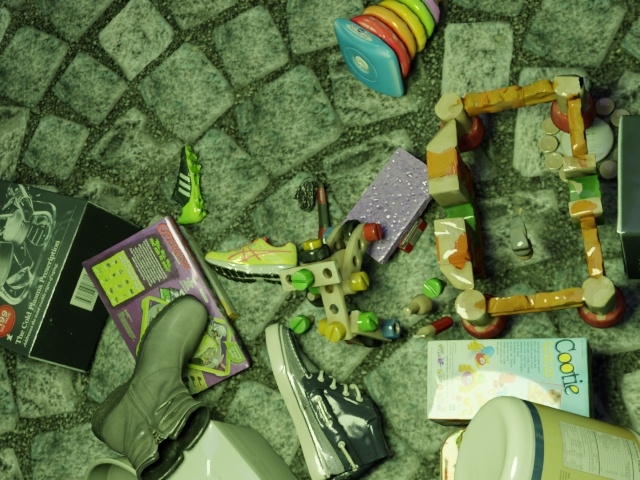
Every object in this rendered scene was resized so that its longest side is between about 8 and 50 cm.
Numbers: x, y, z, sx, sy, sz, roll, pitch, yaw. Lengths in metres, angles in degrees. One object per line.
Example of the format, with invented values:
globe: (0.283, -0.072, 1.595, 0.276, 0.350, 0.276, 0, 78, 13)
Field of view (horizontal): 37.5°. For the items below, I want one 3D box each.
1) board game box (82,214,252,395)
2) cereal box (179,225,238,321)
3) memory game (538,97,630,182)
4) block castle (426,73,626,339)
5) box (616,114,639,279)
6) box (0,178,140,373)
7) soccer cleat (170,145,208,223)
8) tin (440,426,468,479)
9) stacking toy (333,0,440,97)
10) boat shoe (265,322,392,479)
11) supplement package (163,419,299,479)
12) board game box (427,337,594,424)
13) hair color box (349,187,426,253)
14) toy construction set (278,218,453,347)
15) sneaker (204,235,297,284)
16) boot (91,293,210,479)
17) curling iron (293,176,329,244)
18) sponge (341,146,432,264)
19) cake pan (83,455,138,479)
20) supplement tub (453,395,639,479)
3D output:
board game box: (-0.311, 0.147, 1.919, 0.208, 0.056, 0.347, -27, 92, 12)
cereal box: (-0.302, 0.112, 2.007, 0.173, 0.047, 0.240, -37, 66, 8)
memory game: (0.515, -0.193, 1.817, 0.186, 0.012, 0.186, -6, 73, 18)
block castle: (0.371, -0.056, 1.717, 0.303, 0.213, 0.453, -9, 75, 17)
box: (0.702, -0.067, 1.557, 0.395, 0.293, 0.212, -1, 74, 20)
box: (-0.612, 0.071, 2.041, 0.312, 0.179, 0.343, 12, 79, 32)
soccer cleat: (-0.296, -0.122, 2.069, 0.072, 0.060, 0.179, -15, 73, 17)
tin: (0.271, 0.435, 1.710, 0.106, 0.040, 0.189, -2, 75, 16)
stacking toy: (0.186, -0.463, 1.958, 0.302, 0.165, 0.175, -44, 60, -13)
boat shoe: (0.018, 0.298, 1.808, 0.158, 0.127, 0.340, -23, 76, 6)
supplement package: (-0.154, 0.463, 1.766, 0.149, 0.203, 0.194, -47, 64, 3)
board game box: (0.340, 0.256, 1.678, 0.275, 0.142, 0.144, -3, 73, 20)
hair color box: (0.134, -0.040, 1.894, 0.141, 0.043, 0.072, 31, 87, 25)
toy construction set: (0.066, 0.109, 1.724, 0.309, 0.237, 0.257, 19, 106, 25)
sneaker: (-0.139, 0.036, 1.961, 0.208, 0.081, 0.094, 6, 70, 15)
boot: (-0.268, 0.277, 1.765, 0.223, 0.118, 0.338, 19, 77, 48)
curling iron: (0.000, 0.000, 1.940, 0.068, 0.035, 0.274, -24, 71, 33)
sponge: (0.139, -0.069, 1.859, 0.117, 0.031, 0.210, 37, 91, 25)
cake pan: (-0.343, 0.540, 1.814, 0.293, 0.054, 0.293, 18, 120, 35)
supplement tub: (0.395, 0.390, 1.497, 0.316, 0.228, 0.228, 17, 79, -11)
